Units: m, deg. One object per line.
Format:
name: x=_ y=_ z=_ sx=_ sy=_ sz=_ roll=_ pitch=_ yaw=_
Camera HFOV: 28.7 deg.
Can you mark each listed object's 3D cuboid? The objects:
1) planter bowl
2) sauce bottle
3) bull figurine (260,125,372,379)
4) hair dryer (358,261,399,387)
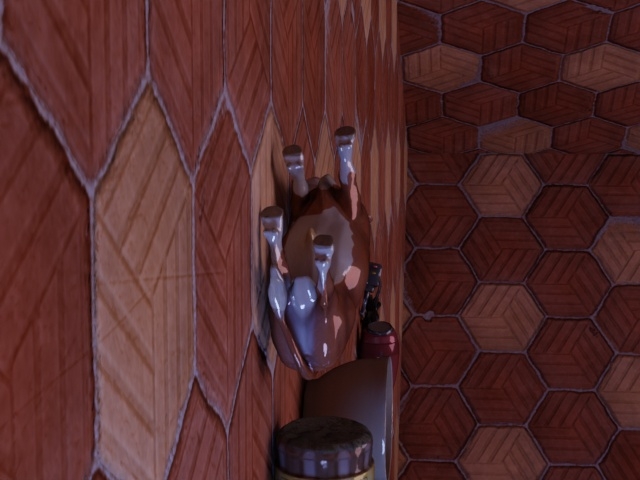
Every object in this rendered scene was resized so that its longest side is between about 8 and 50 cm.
planter bowl: x=0.035 y=0.228 z=1.596 sx=0.162 sy=0.109 sz=0.162 roll=0 pitch=90 yaw=-84
sauce bottle: x=0.007 y=0.369 z=1.359 sx=0.111 sy=0.111 sz=0.344 roll=-59 pitch=147 yaw=-78
bull figurine: x=0.000 y=0.000 z=1.327 sx=0.310 sy=0.101 sz=0.188 roll=-85 pitch=169 yaw=-50
hair dryer: x=0.120 y=0.197 z=2.476 sx=0.223 sy=0.080 sz=0.293 roll=70 pitch=22 yaw=-74
